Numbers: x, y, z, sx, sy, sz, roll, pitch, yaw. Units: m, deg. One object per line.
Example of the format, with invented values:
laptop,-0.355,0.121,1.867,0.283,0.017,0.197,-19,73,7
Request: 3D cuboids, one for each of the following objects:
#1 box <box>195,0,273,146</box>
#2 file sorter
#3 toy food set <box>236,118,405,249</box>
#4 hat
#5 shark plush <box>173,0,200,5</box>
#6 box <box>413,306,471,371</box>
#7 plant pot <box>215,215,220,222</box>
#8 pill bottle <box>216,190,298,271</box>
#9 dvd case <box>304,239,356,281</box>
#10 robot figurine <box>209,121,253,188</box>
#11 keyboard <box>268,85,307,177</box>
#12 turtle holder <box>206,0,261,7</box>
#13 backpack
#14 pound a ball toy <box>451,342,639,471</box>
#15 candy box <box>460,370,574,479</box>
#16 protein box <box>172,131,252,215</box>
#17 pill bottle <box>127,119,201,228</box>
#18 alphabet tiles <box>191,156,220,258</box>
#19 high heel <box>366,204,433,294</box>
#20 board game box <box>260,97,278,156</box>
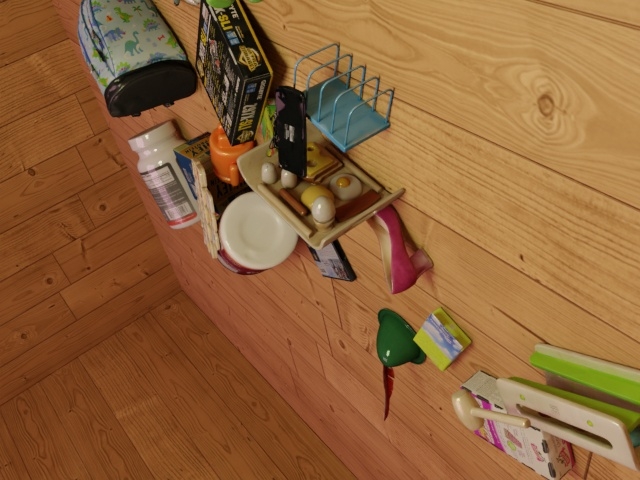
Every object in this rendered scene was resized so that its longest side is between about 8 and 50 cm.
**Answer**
box,-0.219,-0.414,1.555,0.257,0.079,0.322,66,160,13
file sorter,0.040,-0.277,1.214,0.170,0.118,0.104,46,152,25
toy food set,-0.004,-0.134,1.361,0.306,0.219,0.092,44,155,29
hat,0.158,0.309,1.682,0.208,0.183,0.173,37,150,40
shark plush,-0.334,-0.659,1.593,0.067,0.073,0.161,-24,78,49
box,0.285,0.231,1.498,0.109,0.042,0.178,48,157,18
plant pot,-0.309,-0.049,2.284,0.134,0.095,0.134,44,155,27
pill bottle,-0.213,-0.009,1.946,0.224,0.224,0.392,58,165,-3
dvd case,0.000,0.000,1.804,0.180,0.022,0.253,4,124,63
robot figurine,-0.255,-0.252,1.852,0.158,0.128,0.219,41,153,20
keyboard,-0.058,-0.224,1.277,0.100,0.038,0.192,27,135,28
turtle holder,-0.113,-0.543,1.071,0.320,0.243,0.228,0,-112,-69
backpack,-0.570,-0.584,1.897,0.356,0.290,0.273,54,151,24
pound a ball toy,0.415,0.309,1.114,0.319,0.208,0.136,7,127,61
candy box,0.428,0.403,1.400,0.233,0.071,0.159,23,141,55
protein box,-0.348,-0.220,2.073,0.201,0.136,0.200,29,145,49
pill bottle,-0.541,-0.243,2.349,0.210,0.210,0.363,12,131,60
alphabet tiles,-0.342,-0.094,1.881,0.278,0.021,0.284,-130,32,-59
high heel,0.130,0.001,1.404,0.244,0.117,0.082,53,158,9
board game box,-0.107,-0.246,1.543,0.092,0.043,0.181,108,153,-55
